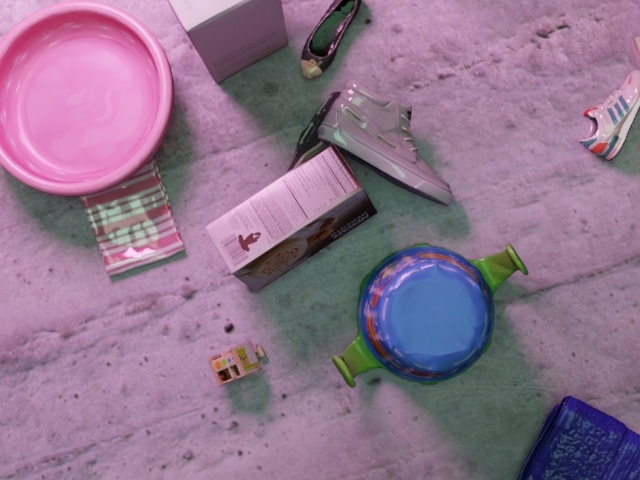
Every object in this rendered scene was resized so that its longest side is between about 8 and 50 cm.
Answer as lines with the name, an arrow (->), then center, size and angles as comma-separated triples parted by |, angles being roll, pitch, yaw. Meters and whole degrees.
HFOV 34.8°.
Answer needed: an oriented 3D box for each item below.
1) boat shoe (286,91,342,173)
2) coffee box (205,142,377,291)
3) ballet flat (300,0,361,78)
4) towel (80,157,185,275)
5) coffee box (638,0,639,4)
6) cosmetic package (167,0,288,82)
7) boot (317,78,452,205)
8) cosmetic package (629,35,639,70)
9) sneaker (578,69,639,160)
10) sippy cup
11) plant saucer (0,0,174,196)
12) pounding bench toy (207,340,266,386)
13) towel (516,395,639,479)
boat shoe -> -0.004, -0.163, 1.733 | 0.206, 0.075, 0.065 | -56, 44, 4
coffee box -> -0.044, -0.033, 1.656 | 0.246, 0.141, 0.098 | -33, 71, 2
ballet flat -> 0.013, -0.355, 1.734 | 0.057, 0.049, 0.173 | 28, 89, 4
towel -> -0.329, -0.051, 1.743 | 0.144, 0.029, 0.197 | -20, 87, 2
coffee box -> 0.663, -0.568, 1.578 | 0.338, 0.334, 0.338 | -18, 87, 1
cosmetic package -> -0.161, -0.394, 1.584 | 0.155, 0.365, 0.197 | -28, 86, 0
boot -> 0.130, -0.163, 1.679 | 0.258, 0.095, 0.123 | 29, 87, -18
cosmetic package -> 0.569, -0.293, 1.716 | 0.060, 0.041, 0.115 | -20, 87, 1
sneaker -> 0.487, -0.219, 1.708 | 0.075, 0.057, 0.161 | 22, 91, -3
sippy cup -> 0.174, 0.119, 1.622 | 0.240, 0.224, 0.305 | 22, 88, 2
plant saucer -> -0.402, -0.232, 1.712 | 0.332, 0.084, 0.332 | -1, 81, 7
pounding bench toy -> -0.138, 0.205, 1.717 | 0.065, 0.083, 0.052 | -26, 84, 32
towel -> 0.484, 0.417, 1.678 | 0.308, 0.076, 0.228 | 28, 96, 2
